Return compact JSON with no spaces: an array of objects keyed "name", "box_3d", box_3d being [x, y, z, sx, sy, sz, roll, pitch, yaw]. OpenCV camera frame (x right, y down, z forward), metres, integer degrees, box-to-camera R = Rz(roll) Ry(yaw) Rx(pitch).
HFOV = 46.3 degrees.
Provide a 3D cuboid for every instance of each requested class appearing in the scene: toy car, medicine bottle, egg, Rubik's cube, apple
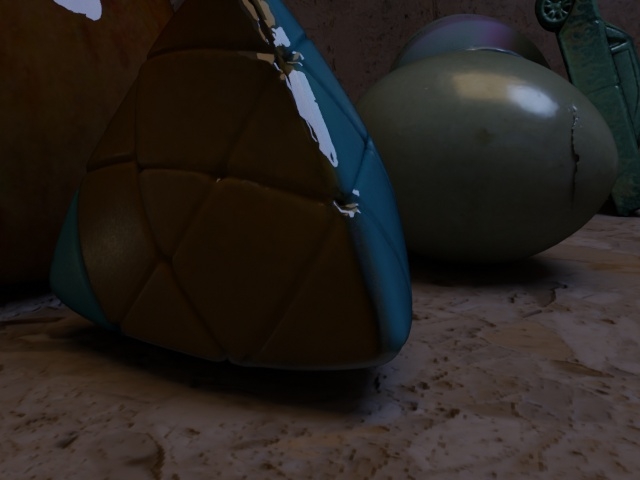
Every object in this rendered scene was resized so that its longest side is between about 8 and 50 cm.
[{"name":"toy car","box_3d":[0.342,-0.196,0.923,0.097,0.320,0.141,-17,7,21]},{"name":"medicine bottle","box_3d":[0.211,-0.184,1.054,0.245,0.244,0.290,1,21,5]},{"name":"egg","box_3d":[0.128,-0.071,0.656,0.253,0.186,0.187,8,15,32]},{"name":"Rubik's cube","box_3d":[0.000,0.000,0.471,0.255,0.254,0.254,0,13,0]},{"name":"apple","box_3d":[-0.309,-0.140,0.642,0.401,0.333,0.400,-1,12,0]}]
